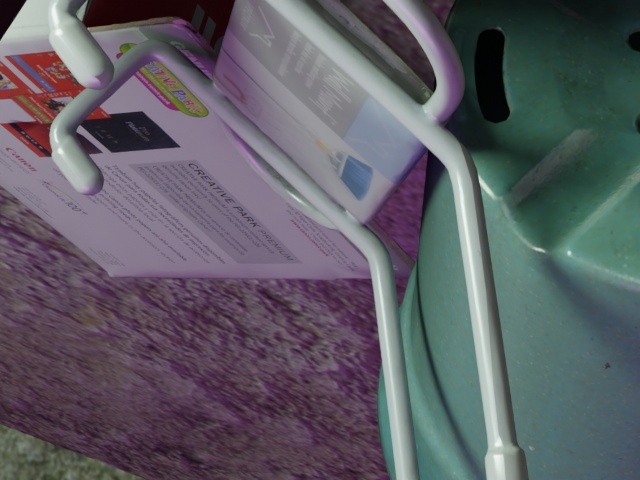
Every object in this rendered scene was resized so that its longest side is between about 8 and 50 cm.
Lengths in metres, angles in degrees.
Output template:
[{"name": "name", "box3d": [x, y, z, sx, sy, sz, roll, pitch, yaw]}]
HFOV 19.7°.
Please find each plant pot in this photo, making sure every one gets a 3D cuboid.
[{"name": "plant pot", "box3d": [0.190, 0.008, 0.988, 0.341, 0.341, 0.334, 13, 150, 14]}]

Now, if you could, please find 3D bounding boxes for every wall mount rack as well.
[{"name": "wall mount rack", "box3d": [0.000, 0.000, 0.887, 0.304, 0.130, 0.350, 44, 166, 3]}]

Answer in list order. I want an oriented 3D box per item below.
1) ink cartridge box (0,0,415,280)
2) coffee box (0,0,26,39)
[{"name": "ink cartridge box", "box3d": [-0.098, -0.097, 1.183, 0.272, 0.130, 0.309, 1, 152, 33]}, {"name": "coffee box", "box3d": [-0.162, -0.214, 0.773, 0.168, 0.119, 0.297, 17, 146, -23]}]
